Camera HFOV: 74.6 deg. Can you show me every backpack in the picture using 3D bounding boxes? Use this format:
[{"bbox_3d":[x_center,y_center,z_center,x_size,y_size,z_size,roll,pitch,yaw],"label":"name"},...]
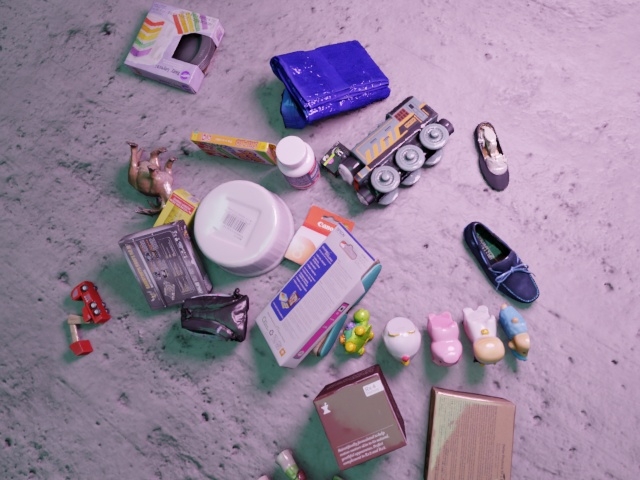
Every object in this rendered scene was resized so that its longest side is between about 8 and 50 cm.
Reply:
[{"bbox_3d":[-0.296,0.218,1.175,0.182,0.115,0.151,2,61,-3],"label":"backpack"},{"bbox_3d":[-0.068,-0.400,1.252,0.101,0.120,0.097,2,80,9],"label":"backpack"}]

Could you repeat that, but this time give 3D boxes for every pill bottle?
[{"bbox_3d":[-0.065,-0.220,1.189,0.108,0.180,0.107,-1,80,8],"label":"pill bottle"}]

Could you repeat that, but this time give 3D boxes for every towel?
[{"bbox_3d":[0.037,-0.474,1.206,0.309,0.076,0.227,-24,77,-26],"label":"towel"}]

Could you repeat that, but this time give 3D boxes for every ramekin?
[{"bbox_3d":[-0.223,-0.038,1.204,0.278,0.135,0.276,-1,80,8],"label":"ramekin"}]

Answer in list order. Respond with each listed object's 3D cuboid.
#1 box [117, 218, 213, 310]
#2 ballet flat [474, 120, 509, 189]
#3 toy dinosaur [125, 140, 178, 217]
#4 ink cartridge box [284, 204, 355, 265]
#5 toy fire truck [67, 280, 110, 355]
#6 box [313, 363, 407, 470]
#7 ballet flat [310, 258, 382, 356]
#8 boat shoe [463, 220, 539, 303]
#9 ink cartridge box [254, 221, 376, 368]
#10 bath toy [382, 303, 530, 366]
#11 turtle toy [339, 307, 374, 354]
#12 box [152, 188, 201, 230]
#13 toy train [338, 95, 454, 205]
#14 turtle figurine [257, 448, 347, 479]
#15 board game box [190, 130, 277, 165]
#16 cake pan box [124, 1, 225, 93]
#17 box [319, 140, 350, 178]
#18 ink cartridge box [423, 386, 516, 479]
[{"bbox_3d":[-0.438,0.073,1.202,0.183,0.056,0.230,-16,109,7],"label":"box"},{"bbox_3d":[0.478,-0.241,1.168,0.074,0.074,0.202,-13,79,6],"label":"ballet flat"},{"bbox_3d":[-0.528,-0.177,1.290,0.296,0.127,0.200,39,120,27],"label":"toy dinosaur"},{"bbox_3d":[0.000,0.000,1.208,0.146,0.045,0.179,24,87,9],"label":"ink cartridge box"},{"bbox_3d":[-0.716,0.234,1.274,0.135,0.047,0.192,-36,76,2],"label":"toy fire truck"},{"bbox_3d":[0.101,0.424,1.037,0.169,0.203,0.166,-24,78,4],"label":"box"},{"bbox_3d":[0.043,0.164,1.148,0.106,0.107,0.315,32,85,26],"label":"ballet flat"},{"bbox_3d":[0.468,0.061,1.104,0.109,0.089,0.258,-43,77,-1],"label":"boat shoe"},{"bbox_3d":[-0.011,0.144,1.104,0.370,0.069,0.175,-50,47,12],"label":"ink cartridge box"},{"bbox_3d":[0.337,0.262,1.076,0.349,0.151,0.128,-7,114,8],"label":"bath toy"},{"bbox_3d":[0.098,0.248,1.134,0.066,0.095,0.130,28,84,34],"label":"turtle toy"},{"bbox_3d":[-0.437,-0.033,1.230,0.087,0.058,0.232,36,105,-2],"label":"box"},{"bbox_3d":[0.208,-0.247,1.175,0.334,0.142,0.190,-41,73,-3],"label":"toy train"},{"bbox_3d":[-0.025,0.682,1.063,0.266,0.275,0.197,36,110,32],"label":"turtle figurine"},{"bbox_3d":[-0.242,-0.272,1.253,0.260,0.124,0.039,8,83,10],"label":"board game box"},{"bbox_3d":[-0.474,-0.635,1.384,0.267,0.070,0.245,22,86,11],"label":"cake pan box"},{"bbox_3d":[0.048,-0.238,1.241,0.062,0.052,0.083,40,87,13],"label":"box"},{"bbox_3d":[0.366,0.501,1.042,0.194,0.088,0.234,7,81,8],"label":"ink cartridge box"}]
